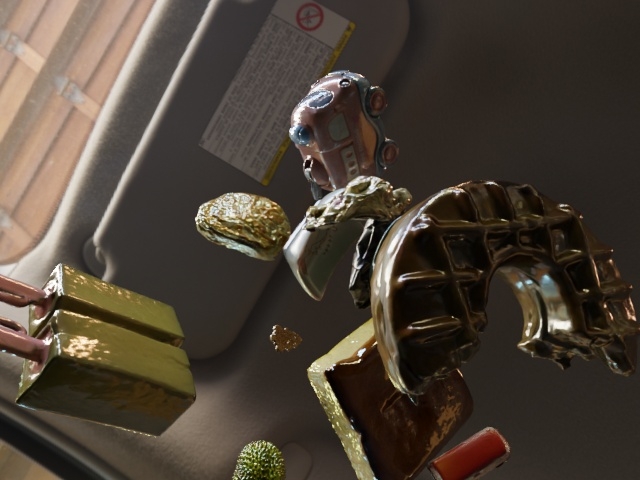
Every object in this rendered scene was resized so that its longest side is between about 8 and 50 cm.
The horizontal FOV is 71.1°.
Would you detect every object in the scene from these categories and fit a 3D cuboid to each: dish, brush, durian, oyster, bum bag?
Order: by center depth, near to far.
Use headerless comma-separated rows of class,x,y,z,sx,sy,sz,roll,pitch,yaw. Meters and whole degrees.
brush,-0.190,0.048,0.277,0.047,0.233,0.103,-48,-139,7
oyster,0.066,-0.062,0.744,0.163,0.191,0.081,-12,-95,57
dish,0.000,0.000,0.947,0.077,0.151,0.212,17,-120,31
durian,-0.157,0.624,1.195,0.146,0.198,0.159,16,-101,-12
bum bag,0.145,0.018,1.199,0.095,0.144,0.340,17,-93,34

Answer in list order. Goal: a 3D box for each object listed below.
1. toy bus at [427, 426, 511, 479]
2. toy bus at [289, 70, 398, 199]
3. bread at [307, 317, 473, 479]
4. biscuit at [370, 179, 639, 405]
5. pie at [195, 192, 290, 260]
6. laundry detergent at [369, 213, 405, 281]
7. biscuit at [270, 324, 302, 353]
toy bus,0.313,0.454,0.931,0.174,0.077,0.079,-28,-127,-7
toy bus,0.039,-0.259,1.135,0.232,0.294,0.197,-34,-146,-23
bread,0.171,0.355,1.054,0.143,0.333,0.324,-21,-81,59
biscuit,0.233,0.051,0.572,0.366,0.115,0.268,-1,-106,-20
pie,-0.168,-0.032,0.989,0.205,0.179,0.084,18,-54,2
laundry detergent,0.185,0.008,0.829,0.144,0.078,0.222,21,-106,11
biscuit,-0.092,0.264,1.200,0.016,0.092,0.082,-53,-140,38
